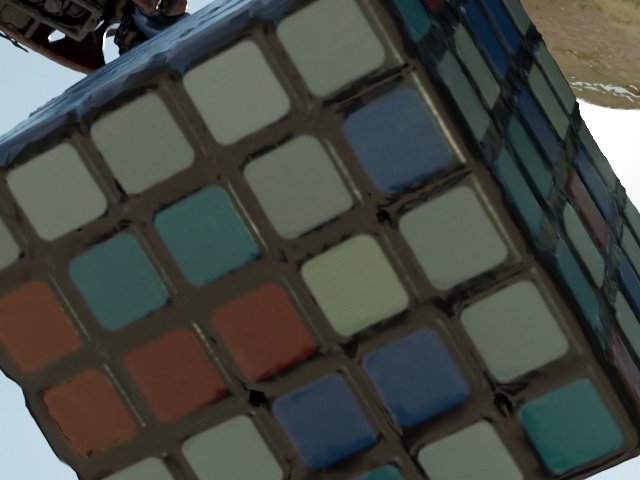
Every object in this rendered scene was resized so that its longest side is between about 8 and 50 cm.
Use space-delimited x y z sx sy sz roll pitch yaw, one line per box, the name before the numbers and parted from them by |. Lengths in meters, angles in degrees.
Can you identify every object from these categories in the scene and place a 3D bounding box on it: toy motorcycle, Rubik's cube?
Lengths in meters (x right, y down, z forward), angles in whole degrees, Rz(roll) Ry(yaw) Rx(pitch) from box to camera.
toy motorcycle | -0.145 -0.157 1.009 0.213 0.122 0.082 27 -64 -25
Rubik's cube | 0.000 0.000 0.647 0.187 0.184 0.182 -27 -78 22

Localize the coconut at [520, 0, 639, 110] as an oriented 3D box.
coconut | 0.180 -0.197 0.985 0.224 0.234 0.224 26 -15 7
